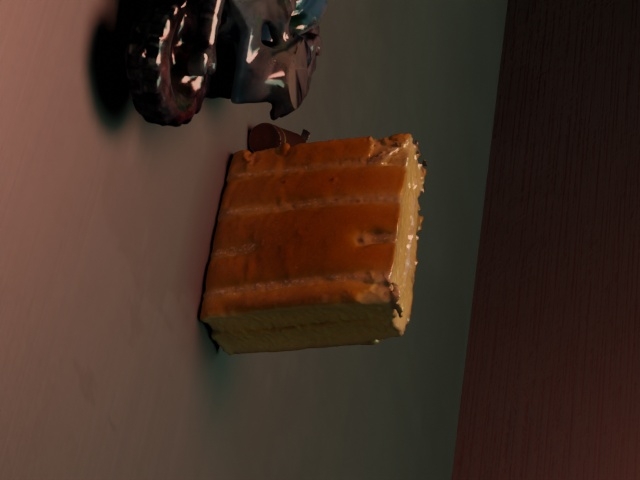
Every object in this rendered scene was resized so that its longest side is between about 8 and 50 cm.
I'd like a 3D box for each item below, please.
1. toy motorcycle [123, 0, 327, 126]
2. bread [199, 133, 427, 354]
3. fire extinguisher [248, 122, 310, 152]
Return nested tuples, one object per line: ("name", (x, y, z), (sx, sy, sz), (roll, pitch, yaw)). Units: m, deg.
("toy motorcycle", (-0.083, -0.247, 1.674), (0.416, 0.172, 0.232), (-21, 117, -65))
("bread", (0.000, 0.000, 1.859), (0.111, 0.246, 0.239), (55, 37, -52))
("fire extinguisher", (-0.050, -0.120, 2.057), (0.064, 0.043, 0.158), (-60, 165, 5))
